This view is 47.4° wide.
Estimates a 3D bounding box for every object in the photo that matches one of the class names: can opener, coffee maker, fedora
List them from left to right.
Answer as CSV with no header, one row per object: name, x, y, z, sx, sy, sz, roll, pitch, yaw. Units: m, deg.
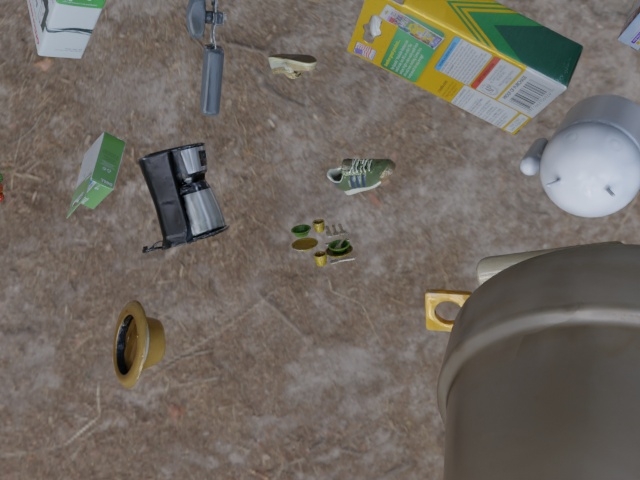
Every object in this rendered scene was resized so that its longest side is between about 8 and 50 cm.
fedora,-0.387,0.225,1.583,0.079,0.194,0.194,6,114,-34
coffee maker,-0.275,-0.081,1.364,0.171,0.120,0.178,-18,97,-12
can opener,-0.266,-0.433,1.704,0.093,0.074,0.280,-1,115,-11

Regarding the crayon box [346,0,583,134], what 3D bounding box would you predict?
crayon box,0.216,-0.303,1.153,0.322,0.203,0.083,26,77,-2

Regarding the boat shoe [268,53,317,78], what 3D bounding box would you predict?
boat shoe,-0.053,-0.347,1.462,0.050,0.135,0.045,-21,117,-31

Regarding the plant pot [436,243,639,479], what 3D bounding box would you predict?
plant pot,0.214,0.212,0.507,0.323,0.280,0.323,16,139,15

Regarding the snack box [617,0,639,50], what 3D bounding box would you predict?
snack box,0.475,-0.344,1.002,0.037,0.141,0.100,33,60,3

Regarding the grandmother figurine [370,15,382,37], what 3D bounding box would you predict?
grandmother figurine,0.226,-0.485,1.645,0.207,0.342,0.104,-4,107,-32

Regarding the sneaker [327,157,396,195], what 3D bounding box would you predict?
sneaker,0.088,-0.163,1.738,0.086,0.192,0.064,32,62,-24

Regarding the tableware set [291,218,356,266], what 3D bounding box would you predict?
tableware set,0.000,0.000,1.277,0.104,0.154,0.024,-11,117,-3

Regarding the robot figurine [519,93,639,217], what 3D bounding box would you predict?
robot figurine,0.575,-0.176,1.514,0.299,0.353,0.200,0,118,33

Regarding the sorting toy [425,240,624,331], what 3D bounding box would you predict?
sorting toy,0.299,0.103,0.913,0.347,0.047,0.196,-8,118,22

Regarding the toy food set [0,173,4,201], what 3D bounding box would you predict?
toy food set,-0.665,-0.109,1.462,0.020,0.083,0.083,-17,82,14

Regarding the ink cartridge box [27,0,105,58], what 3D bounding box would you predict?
ink cartridge box,-0.468,-0.456,1.341,0.086,0.153,0.208,-5,159,-35

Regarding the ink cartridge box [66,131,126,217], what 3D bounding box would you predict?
ink cartridge box,-0.543,-0.149,1.769,0.062,0.209,0.109,28,138,-31
